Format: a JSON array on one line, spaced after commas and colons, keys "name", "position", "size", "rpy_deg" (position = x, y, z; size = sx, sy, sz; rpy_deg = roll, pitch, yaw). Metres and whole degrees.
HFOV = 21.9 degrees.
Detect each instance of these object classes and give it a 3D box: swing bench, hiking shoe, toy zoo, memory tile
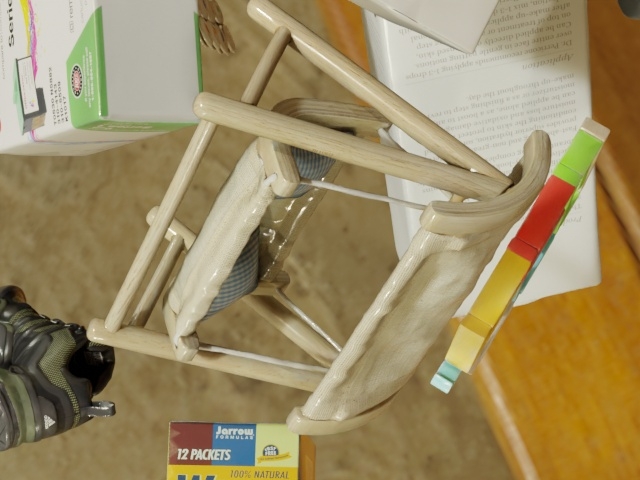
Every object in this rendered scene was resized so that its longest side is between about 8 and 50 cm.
[{"name": "swing bench", "position": [0.000, 0.000, 1.231], "size": [0.255, 0.253, 0.165], "rpy_deg": [26, 39, -4]}, {"name": "hiking shoe", "position": [-0.234, 0.106, 1.404], "size": [0.114, 0.227, 0.086], "rpy_deg": [-3, 117, -14]}, {"name": "toy zoo", "position": [0.199, 0.029, 1.682], "size": [0.030, 0.192, 0.293], "rpy_deg": [30, 77, 9]}, {"name": "memory tile", "position": [-0.136, -0.273, 1.936], "size": [0.012, 0.148, 0.113], "rpy_deg": [-21, 88, 9]}]

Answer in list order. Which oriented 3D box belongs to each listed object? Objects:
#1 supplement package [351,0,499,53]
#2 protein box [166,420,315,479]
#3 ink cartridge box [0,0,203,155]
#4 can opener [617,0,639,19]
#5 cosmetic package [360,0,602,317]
[{"name": "supplement package", "position": [0.098, -0.349, 1.494], "size": [0.177, 0.175, 0.293], "rpy_deg": [24, 96, -35]}, {"name": "protein box", "position": [-0.081, 0.299, 1.736], "size": [0.136, 0.201, 0.199], "rpy_deg": [0, 77, 5]}, {"name": "ink cartridge box", "position": [-0.234, -0.198, 1.651], "size": [0.117, 0.278, 0.201], "rpy_deg": [-2, 87, -32]}, {"name": "can opener", "position": [0.388, -0.228, 1.870], "size": [0.095, 0.283, 0.076], "rpy_deg": [11, 42, 29]}, {"name": "cosmetic package", "position": [0.185, -0.142, 1.904], "size": [0.230, 0.453, 0.161], "rpy_deg": [-12, 36, -4]}]
